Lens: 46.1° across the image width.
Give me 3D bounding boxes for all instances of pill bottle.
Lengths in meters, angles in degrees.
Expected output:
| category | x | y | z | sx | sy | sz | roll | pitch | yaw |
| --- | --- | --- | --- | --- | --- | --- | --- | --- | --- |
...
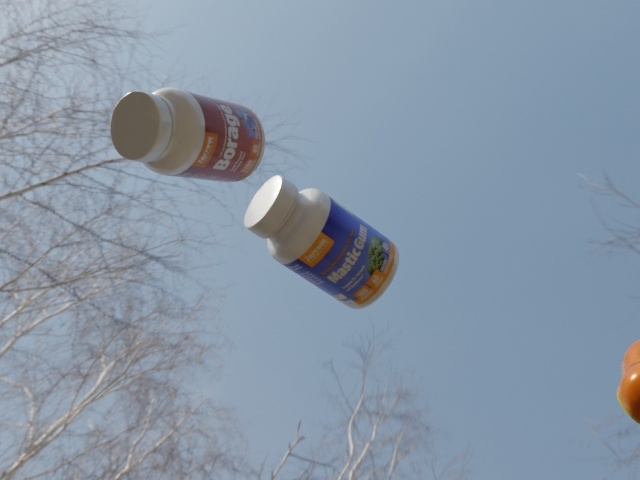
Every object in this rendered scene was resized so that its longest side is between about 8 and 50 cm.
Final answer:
| category | x | y | z | sx | sy | sz | roll | pitch | yaw |
| --- | --- | --- | --- | --- | --- | --- | --- | --- | --- |
| pill bottle | -0.185 | -0.148 | 1.064 | 0.121 | 0.216 | 0.121 | 0 | -90 | 32 |
| pill bottle | 0.000 | 0.000 | 1.377 | 0.272 | 0.152 | 0.152 | 34 | -80 | -25 |

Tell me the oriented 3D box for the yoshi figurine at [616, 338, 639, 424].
| category | x | y | z | sx | sy | sz | roll | pitch | yaw |
| --- | --- | --- | --- | --- | --- | --- | --- | --- | --- |
| yoshi figurine | 0.399 | 0.021 | 0.561 | 0.203 | 0.203 | 0.362 | 19 | -59 | -15 |
